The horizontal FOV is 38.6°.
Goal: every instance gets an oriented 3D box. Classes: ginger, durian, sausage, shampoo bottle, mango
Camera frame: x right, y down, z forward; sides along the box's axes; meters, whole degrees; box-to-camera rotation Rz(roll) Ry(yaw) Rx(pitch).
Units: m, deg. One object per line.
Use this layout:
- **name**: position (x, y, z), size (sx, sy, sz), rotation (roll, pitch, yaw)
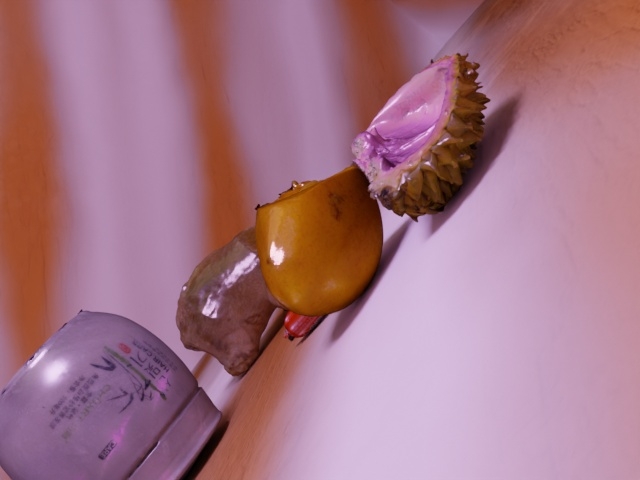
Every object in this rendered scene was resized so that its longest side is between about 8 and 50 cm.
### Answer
- **ginger**: position (-0.124, 0.098, 1.585), size (0.130, 0.221, 0.276), rotation (36, -116, -63)
- **durian**: position (0.136, -0.118, 1.074), size (0.191, 0.112, 0.341), rotation (-41, 14, 8)
- **sausage**: position (-0.006, 0.085, 1.213), size (0.145, 0.048, 0.050), rotation (-49, 43, 28)
- **shampoo bottle**: position (-0.299, 0.257, 1.285), size (0.273, 0.266, 0.273), rotation (-51, 1, 2)
- **mango**: position (0.000, 0.000, 1.085), size (0.126, 0.154, 0.252), rotation (-24, 22, 25)

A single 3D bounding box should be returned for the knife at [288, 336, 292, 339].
- **knife**: position (-0.035, 0.121, 1.366), size (0.060, 0.028, 0.230), rotation (-64, 4, -9)
